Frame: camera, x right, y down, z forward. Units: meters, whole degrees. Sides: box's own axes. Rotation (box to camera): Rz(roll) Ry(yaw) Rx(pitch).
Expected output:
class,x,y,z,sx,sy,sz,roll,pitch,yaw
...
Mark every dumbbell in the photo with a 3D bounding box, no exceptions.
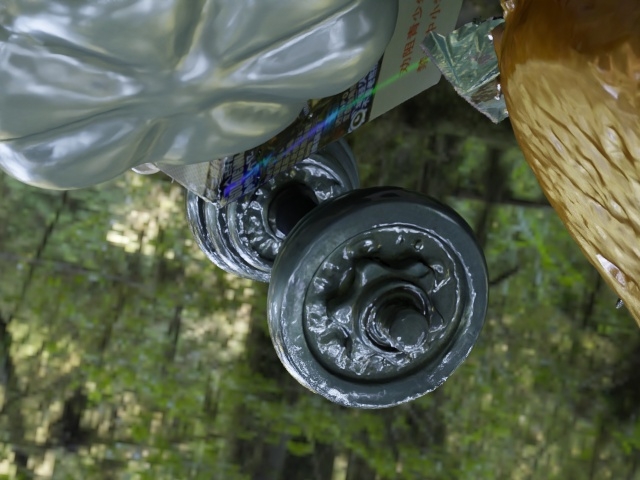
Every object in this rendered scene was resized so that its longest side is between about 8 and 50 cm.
class,x,y,z,sx,sy,sz,roll,pitch,yaw
dumbbell,0.000,0.000,1.066,0.179,0.179,0.406,11,-165,-23

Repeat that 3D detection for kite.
class,x,y,z,sx,sy,sz,roll,pitch,yaw
kite,0.138,-0.117,0.567,0.229,0.012,0.250,-21,166,-26

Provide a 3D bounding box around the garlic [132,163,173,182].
class,x,y,z,sx,sy,sz,roll,pitch,yaw
garlic,-0.182,-0.128,1.367,0.094,0.113,0.074,32,-175,-32

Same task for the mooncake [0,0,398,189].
class,x,y,z,sx,sy,sz,roll,pitch,yaw
mooncake,-0.085,-0.129,0.658,0.275,0.135,0.275,-20,160,-7

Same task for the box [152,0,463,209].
class,x,y,z,sx,sy,sz,roll,pitch,yaw
box,0.005,-0.174,1.008,0.084,0.198,0.310,35,-137,23

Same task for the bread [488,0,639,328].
class,x,y,z,sx,sy,sz,roll,pitch,yaw
bread,0.201,0.019,0.372,0.183,0.236,0.388,-28,-133,-17
